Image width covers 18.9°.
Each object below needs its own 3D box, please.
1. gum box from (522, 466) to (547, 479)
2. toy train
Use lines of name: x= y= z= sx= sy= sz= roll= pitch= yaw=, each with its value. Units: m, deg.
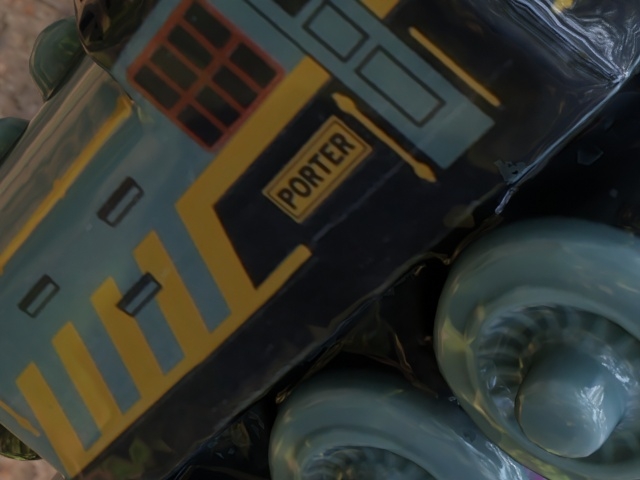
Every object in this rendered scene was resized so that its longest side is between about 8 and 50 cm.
gum box: x=0.145 y=0.097 z=0.544 sx=0.107 sy=0.188 sz=0.062 roll=28 pitch=83 yaw=-65
toy train: x=0.000 y=0.000 z=0.522 sx=0.334 sy=0.190 sz=0.142 roll=-43 pitch=-174 yaw=49
